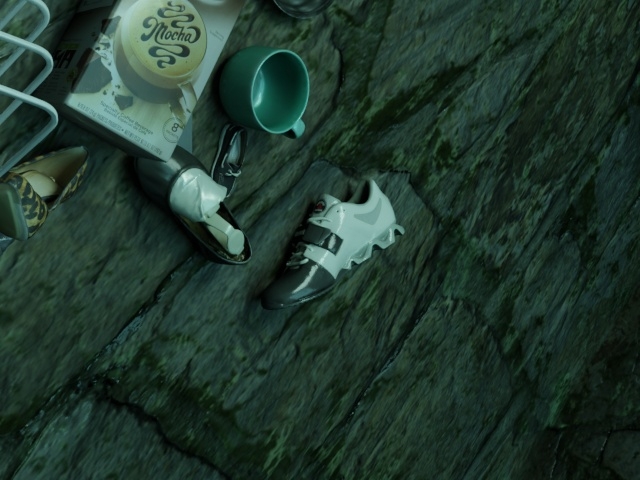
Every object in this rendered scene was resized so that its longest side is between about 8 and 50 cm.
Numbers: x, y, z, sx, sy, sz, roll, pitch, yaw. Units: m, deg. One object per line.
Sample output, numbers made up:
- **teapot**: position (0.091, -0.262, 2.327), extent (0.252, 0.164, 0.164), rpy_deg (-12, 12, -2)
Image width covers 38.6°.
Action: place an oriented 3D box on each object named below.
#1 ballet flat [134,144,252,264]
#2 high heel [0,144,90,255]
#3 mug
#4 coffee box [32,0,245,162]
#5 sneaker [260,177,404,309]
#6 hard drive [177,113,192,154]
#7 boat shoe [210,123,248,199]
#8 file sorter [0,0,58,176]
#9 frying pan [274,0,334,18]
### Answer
- **ballet flat**: position (-0.176, -0.051, 1.391), extent (0.095, 0.096, 0.280), rpy_deg (-54, 143, -14)
- **high heel**: position (-0.340, -0.084, 1.117), extent (0.093, 0.261, 0.186), rpy_deg (41, 66, -9)
- **mug**: position (-0.095, -0.227, 1.439), extent (0.129, 0.097, 0.157), rpy_deg (-26, 123, -42)
- **coffee box**: position (-0.232, -0.277, 1.227), extent (0.168, 0.119, 0.297), rpy_deg (30, 80, -39)
- **sneaker**: position (0.000, 0.000, 1.640), extent (0.330, 0.122, 0.146), rpy_deg (-37, 111, -33)
- **hard drive**: position (-0.232, -0.181, 1.357), extent (0.094, 0.022, 0.135), rpy_deg (-16, 116, -45)
- **boat shoe**: position (-0.144, -0.124, 1.468), extent (0.046, 0.038, 0.125), rpy_deg (7, 98, -50)
- **file sorter**: position (-0.388, -0.218, 0.930), extent (0.193, 0.173, 0.277), rpy_deg (18, 51, -45)
- **frying pan**: position (-0.075, -0.443, 1.418), extent (0.326, 0.053, 0.197), rpy_deg (-17, 116, -43)
